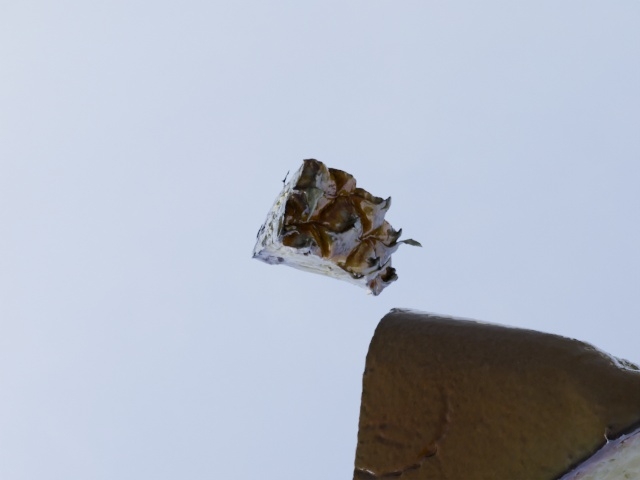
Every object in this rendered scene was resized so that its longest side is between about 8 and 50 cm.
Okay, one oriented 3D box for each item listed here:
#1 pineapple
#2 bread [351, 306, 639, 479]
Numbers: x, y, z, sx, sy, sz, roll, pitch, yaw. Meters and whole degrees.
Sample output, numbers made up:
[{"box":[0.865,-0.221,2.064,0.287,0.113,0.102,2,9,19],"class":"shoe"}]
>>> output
[{"box":[0.000,0.000,1.114,0.116,0.137,0.069,2,-118,37],"class":"pineapple"},{"box":[0.101,0.126,0.688,0.169,0.140,0.160,10,-99,46],"class":"bread"}]
